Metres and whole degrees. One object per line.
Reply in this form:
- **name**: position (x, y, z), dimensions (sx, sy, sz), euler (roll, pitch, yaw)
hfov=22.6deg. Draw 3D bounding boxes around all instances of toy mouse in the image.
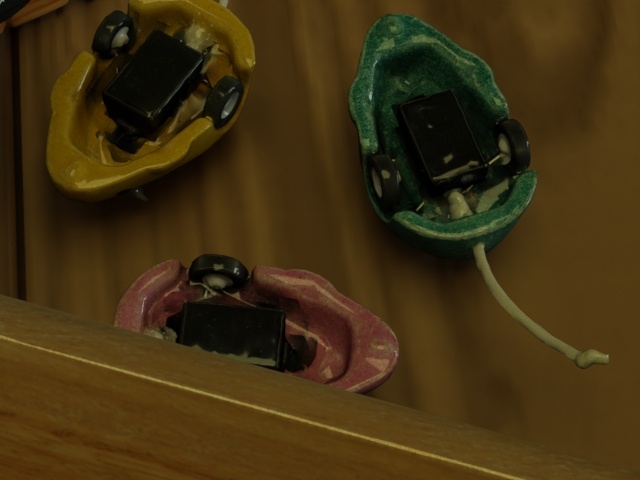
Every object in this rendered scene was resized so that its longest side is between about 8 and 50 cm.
- **toy mouse**: position (0.000, 0.000, 0.374), dimensions (0.143, 0.031, 0.161), euler (26, 64, 10)

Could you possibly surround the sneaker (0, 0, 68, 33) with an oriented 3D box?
- **sneaker**: position (-0.090, -0.097, 0.391), dimensions (0.084, 0.083, 0.215), euler (32, 63, 14)

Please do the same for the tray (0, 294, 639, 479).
- **tray**: position (0.053, 0.127, 0.240), dimensions (0.410, 0.076, 0.203), euler (16, 32, 3)
